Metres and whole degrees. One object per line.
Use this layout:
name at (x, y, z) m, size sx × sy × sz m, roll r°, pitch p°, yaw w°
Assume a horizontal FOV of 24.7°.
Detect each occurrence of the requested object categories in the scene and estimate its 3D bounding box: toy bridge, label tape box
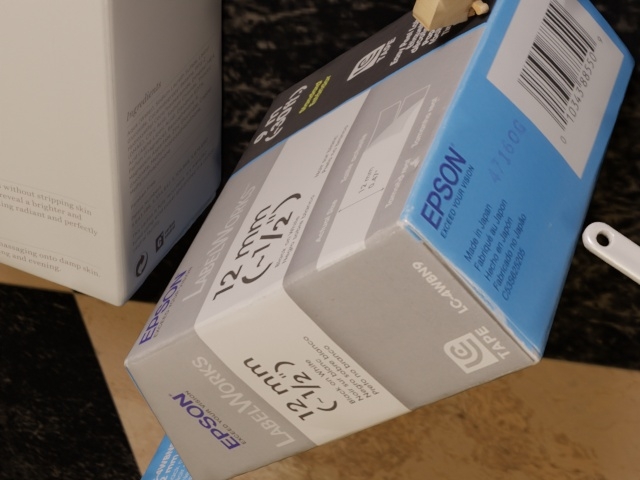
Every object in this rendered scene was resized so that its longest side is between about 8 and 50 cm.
toy bridge at (0.034, -0.185, 0.816) m, size 0.188 × 0.063 × 0.026 m, roll 50°, pitch 142°, yaw 26°
label tape box at (0.000, 0.000, 0.877) m, size 0.348 × 0.249 × 0.115 m, roll -25°, pitch 118°, yaw 41°

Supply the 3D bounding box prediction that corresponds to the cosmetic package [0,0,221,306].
cosmetic package at (-0.185, -0.167, 0.923) m, size 0.217 × 0.156 × 0.385 m, roll 20°, pitch 133°, yaw 15°

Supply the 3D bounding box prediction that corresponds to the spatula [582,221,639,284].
spatula at (0.270, 0.018, 0.767) m, size 0.242 × 0.168 × 0.019 m, roll 35°, pitch 162°, yaw 5°
